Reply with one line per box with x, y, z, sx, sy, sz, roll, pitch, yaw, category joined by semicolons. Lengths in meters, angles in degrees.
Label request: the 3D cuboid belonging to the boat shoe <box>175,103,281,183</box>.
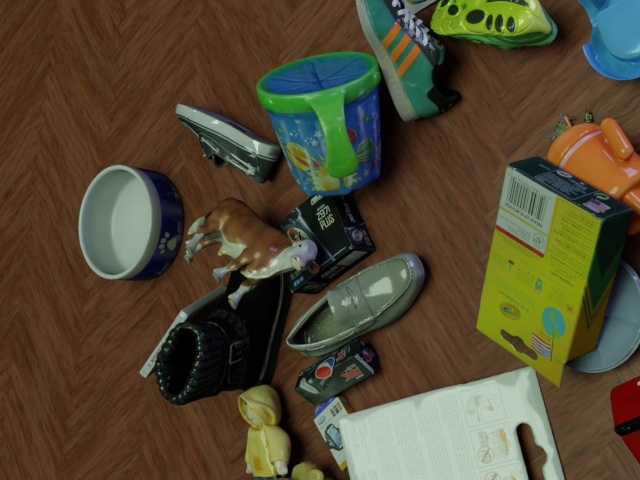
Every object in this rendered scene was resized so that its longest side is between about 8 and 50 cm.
-0.213;-0.209;2.326;0.301;0.108;0.102;29;104;31;boat shoe

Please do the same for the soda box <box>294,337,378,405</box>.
0.030;0.256;2.087;0.169;0.060;0.053;-34;23;33;soda box

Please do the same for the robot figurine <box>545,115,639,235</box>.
0.450;-0.105;1.723;0.128;0.158;0.219;-42;57;0;robot figurine

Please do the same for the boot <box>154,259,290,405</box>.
-0.194;0.154;2.166;0.131;0.260;0.348;4;89;40;boot

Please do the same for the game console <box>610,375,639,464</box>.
0.541;0.273;1.687;0.144;0.085;0.124;-33;35;33;game console

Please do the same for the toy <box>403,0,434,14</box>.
0.191;-0.518;2.031;0.237;0.056;0.137;-23;70;37;toy

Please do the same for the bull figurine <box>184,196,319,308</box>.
-0.141;0.020;2.113;0.188;0.101;0.310;-35;41;-17;bull figurine

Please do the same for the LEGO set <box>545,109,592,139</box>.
0.424;-0.191;1.827;0.083;0.023;0.054;-4;86;27;LEGO set

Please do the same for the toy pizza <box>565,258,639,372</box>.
0.447;0.116;1.767;0.201;0.032;0.201;-6;81;44;toy pizza

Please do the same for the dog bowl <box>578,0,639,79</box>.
0.495;-0.394;1.747;0.166;0.074;0.297;-27;68;36;dog bowl

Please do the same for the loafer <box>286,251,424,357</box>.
0.064;0.128;2.045;0.319;0.111;0.112;-42;61;30;loafer

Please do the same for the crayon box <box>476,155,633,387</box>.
0.365;0.050;1.727;0.202;0.081;0.318;38;133;41;crayon box

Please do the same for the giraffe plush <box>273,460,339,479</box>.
-0.005;0.495;1.990;0.181;0.210;0.170;44;138;0;giraffe plush

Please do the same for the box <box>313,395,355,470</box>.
0.041;0.369;2.100;0.081;0.028;0.136;-48;56;27;box

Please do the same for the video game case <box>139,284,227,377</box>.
-0.287;0.191;2.293;0.023;0.201;0.183;39;114;8;video game case

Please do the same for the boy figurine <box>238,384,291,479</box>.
-0.111;0.435;2.168;0.177;0.092;0.285;171;96;-64;boy figurine

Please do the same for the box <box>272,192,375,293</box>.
0.000;0.000;2.134;0.180;0.077;0.147;-37;63;33;box

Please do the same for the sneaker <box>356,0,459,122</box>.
0.159;-0.363;1.949;0.121;0.108;0.302;-15;118;21;sneaker

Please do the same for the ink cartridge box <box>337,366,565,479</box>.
0.243;0.418;1.909;0.385;0.091;0.308;-19;73;21;ink cartridge box

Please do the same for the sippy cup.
0.016;-0.211;2.028;0.240;0.305;0.224;3;120;30;sippy cup

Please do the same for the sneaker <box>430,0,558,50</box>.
0.297;-0.380;1.890;0.109;0.123;0.295;-60;33;2;sneaker

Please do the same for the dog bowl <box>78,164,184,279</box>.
-0.441;-0.039;2.500;0.265;0.104;0.265;-5;82;40;dog bowl
